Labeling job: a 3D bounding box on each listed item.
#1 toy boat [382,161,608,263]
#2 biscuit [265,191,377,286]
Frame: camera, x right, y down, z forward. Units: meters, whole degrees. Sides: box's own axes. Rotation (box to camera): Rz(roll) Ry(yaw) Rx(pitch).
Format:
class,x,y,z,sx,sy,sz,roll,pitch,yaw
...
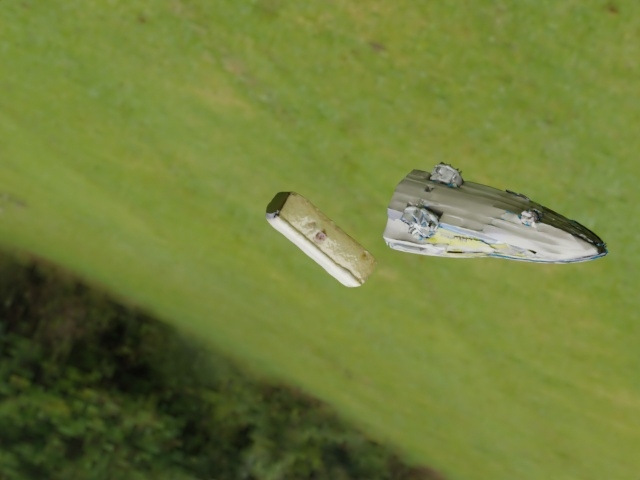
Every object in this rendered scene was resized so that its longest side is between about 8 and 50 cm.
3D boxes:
class,x,y,z,sx,sy,sz,roll,pitch,yaw
toy boat,0.150,-0.014,1.320,0.210,0.084,0.066,16,145,31
biscuit,0.000,0.000,2.229,0.188,0.056,0.052,39,159,-26
